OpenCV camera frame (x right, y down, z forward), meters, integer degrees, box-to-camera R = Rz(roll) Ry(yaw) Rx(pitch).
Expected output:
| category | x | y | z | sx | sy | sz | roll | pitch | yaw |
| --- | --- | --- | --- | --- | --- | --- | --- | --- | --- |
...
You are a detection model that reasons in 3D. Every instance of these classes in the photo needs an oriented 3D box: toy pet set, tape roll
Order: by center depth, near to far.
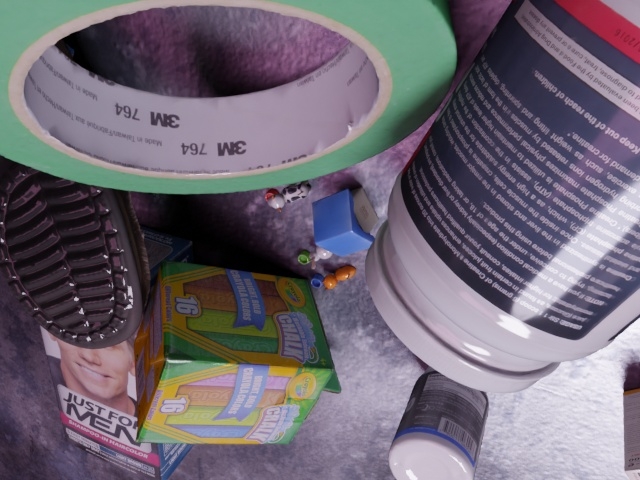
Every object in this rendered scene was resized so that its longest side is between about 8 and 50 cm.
| category | x | y | z | sx | sy | sz | roll | pitch | yaw |
| --- | --- | --- | --- | --- | --- | --- | --- | --- | --- |
| tape roll | -0.076 | -0.119 | 0.393 | 0.322 | 0.321 | 0.077 | -16 | 73 | 33 |
| toy pet set | 0.000 | 0.000 | 0.572 | 0.114 | 0.065 | 0.122 | -18 | 109 | 33 |

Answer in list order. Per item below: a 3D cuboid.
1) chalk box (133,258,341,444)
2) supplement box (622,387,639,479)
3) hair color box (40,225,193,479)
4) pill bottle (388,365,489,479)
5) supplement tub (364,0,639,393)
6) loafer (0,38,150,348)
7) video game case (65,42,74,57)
| category | x | y | z | sx | sy | sz | roll | pitch | yaw |
| --- | --- | --- | --- | --- | --- | --- | --- | --- | --- |
| chalk box | -0.073 | 0.121 | 0.608 | 0.213 | 0.132 | 0.132 | 9 | 126 | -25 |
| supplement box | 0.297 | 0.184 | 0.511 | 0.036 | 0.098 | 0.062 | -28 | 102 | 36 |
| hair color box | -0.260 | 0.146 | 0.761 | 0.174 | 0.105 | 0.346 | 16 | 123 | 17 |
| pill bottle | 0.121 | 0.174 | 0.568 | 0.078 | 0.137 | 0.078 | 12 | 121 | 20 |
| supplement tub | 0.164 | -0.042 | 0.386 | 0.191 | 0.191 | 0.272 | 34 | 127 | 5 |
| loafer | -0.247 | -0.074 | 0.576 | 0.134 | 0.130 | 0.365 | -13 | 97 | 13 |
| video game case | -0.353 | -0.188 | 0.669 | 0.119 | 0.015 | 0.166 | 40 | 128 | 0 |
